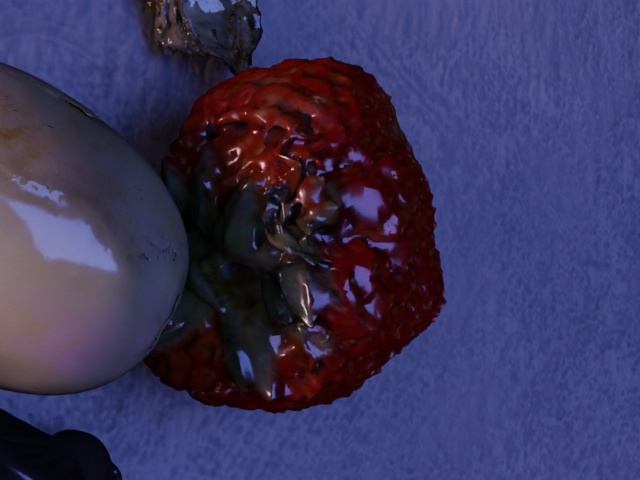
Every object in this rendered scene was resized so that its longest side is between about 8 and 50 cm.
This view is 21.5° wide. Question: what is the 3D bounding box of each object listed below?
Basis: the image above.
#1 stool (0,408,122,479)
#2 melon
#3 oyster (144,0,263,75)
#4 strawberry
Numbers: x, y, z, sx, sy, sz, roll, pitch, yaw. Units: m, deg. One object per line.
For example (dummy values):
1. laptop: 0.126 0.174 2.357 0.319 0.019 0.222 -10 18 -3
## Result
1. stool: -0.245 0.202 1.351 0.121 0.125 0.217 -56 155 5
2. melon: -0.243 -0.012 1.263 0.317 0.223 0.223 31 68 -14
3. oyster: -0.118 -0.214 1.504 0.177 0.056 0.105 34 56 -38
4. strawberry: 0.000 0.000 1.480 0.351 0.267 0.312 7 103 -58
